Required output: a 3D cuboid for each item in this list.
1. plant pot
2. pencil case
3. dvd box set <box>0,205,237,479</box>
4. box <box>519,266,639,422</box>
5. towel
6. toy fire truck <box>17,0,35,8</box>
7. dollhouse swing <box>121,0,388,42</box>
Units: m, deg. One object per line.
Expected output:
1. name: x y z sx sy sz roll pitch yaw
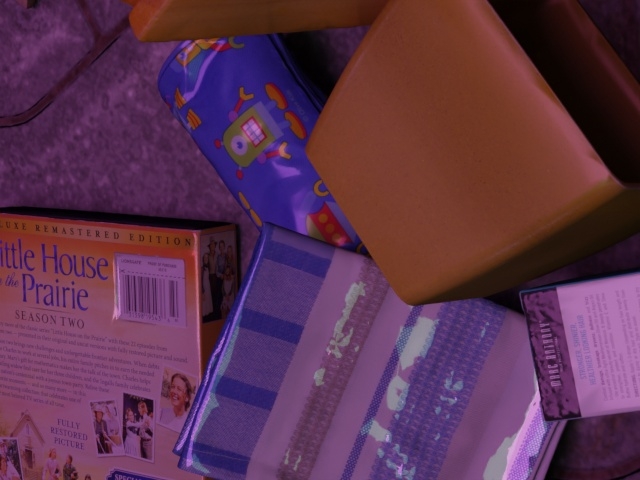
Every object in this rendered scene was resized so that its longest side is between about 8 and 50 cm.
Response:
1. plant pot: 0.119 -0.065 1.097 0.187 0.212 0.212 -41 72 24
2. pencil case: -0.009 -0.056 1.272 0.133 0.119 0.306 -48 68 26
3. dvd box set: -0.208 0.182 1.495 0.308 0.062 0.420 4 99 37
4. box: 0.272 0.063 1.089 0.244 0.060 0.100 -11 90 29
5. towel: 0.052 0.127 1.175 0.285 0.034 0.209 21 95 -10
6. toy fire truck: -0.293 -0.360 1.448 0.217 0.158 0.246 46 110 23
7. dollhouse swing: -0.030 -0.377 1.099 0.347 0.315 0.305 65 150 31
